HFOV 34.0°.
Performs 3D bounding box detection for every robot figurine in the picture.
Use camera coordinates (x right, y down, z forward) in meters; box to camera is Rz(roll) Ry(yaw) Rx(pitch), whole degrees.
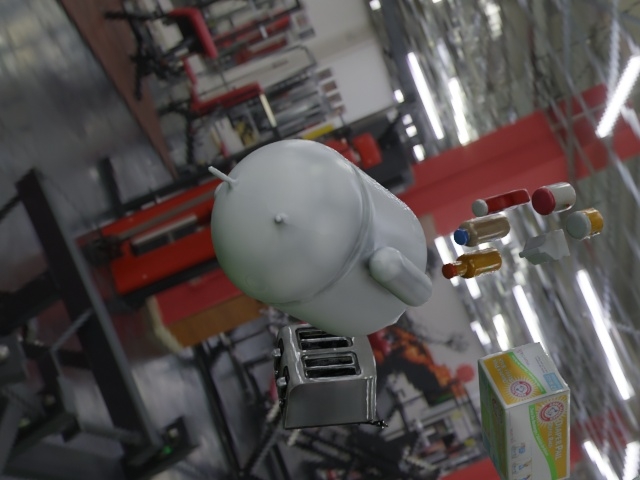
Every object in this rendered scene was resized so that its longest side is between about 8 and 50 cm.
[{"bbox_3d":[0.000,0.000,1.297,0.299,0.200,0.353,21,-6,35],"label":"robot figurine"}]

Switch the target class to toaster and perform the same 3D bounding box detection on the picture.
[{"bbox_3d":[0.013,0.232,1.781,0.168,0.185,0.110,-104,-167,-56],"label":"toaster"}]

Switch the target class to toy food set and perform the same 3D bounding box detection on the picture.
[{"bbox_3d":[0.273,-0.014,1.484,0.232,0.104,0.111,-19,-94,51],"label":"toy food set"}]

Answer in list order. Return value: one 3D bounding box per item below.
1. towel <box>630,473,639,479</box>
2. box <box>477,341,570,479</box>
[{"bbox_3d":[0.500,0.323,1.045,0.321,0.374,0.090,60,-2,13],"label":"towel"},{"bbox_3d":[0.310,0.272,1.593,0.114,0.103,0.203,-113,-170,-52],"label":"box"}]
